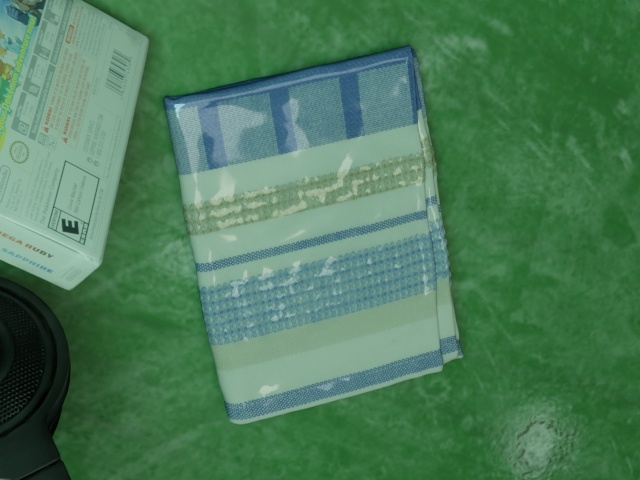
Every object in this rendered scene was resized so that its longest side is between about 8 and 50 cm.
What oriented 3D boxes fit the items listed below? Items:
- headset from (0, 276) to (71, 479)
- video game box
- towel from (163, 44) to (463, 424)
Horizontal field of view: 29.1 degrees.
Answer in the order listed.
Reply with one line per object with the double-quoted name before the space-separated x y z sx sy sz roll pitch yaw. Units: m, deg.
"headset" -0.225 0.080 0.827 0.185 0.243 0.394 -26 94 -26
"video game box" -0.210 -0.093 0.778 0.187 0.205 0.048 30 135 -28
"towel" 0.000 0.000 0.979 0.209 0.034 0.285 -15 113 -12
